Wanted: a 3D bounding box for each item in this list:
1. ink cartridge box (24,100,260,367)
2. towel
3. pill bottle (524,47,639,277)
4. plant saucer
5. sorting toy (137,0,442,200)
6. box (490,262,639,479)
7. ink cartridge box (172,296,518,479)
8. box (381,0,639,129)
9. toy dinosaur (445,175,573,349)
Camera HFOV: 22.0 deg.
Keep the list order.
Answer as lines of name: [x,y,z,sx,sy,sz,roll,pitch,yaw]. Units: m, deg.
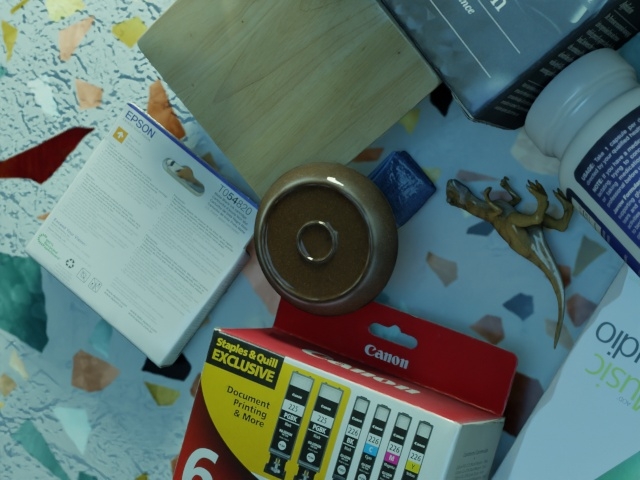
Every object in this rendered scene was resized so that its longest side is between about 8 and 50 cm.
ink cartridge box: [-0.195,-0.008,1.892,0.223,0.045,0.224,40,102,13]
towel: [0.067,-0.039,1.813,0.119,0.029,0.067,-45,79,14]
pill bottle: [0.332,-0.058,1.629,0.153,0.153,0.265,-46,67,14]
plant saucer: [0.000,0.000,1.755,0.168,0.029,0.168,3,97,23]
sorting toy: [-0.023,-0.202,1.781,0.257,0.089,0.255,-40,88,30]
box: [0.350,0.190,1.709,0.232,0.058,0.322,32,102,15]
ink cartridge box: [0.023,0.202,1.757,0.309,0.130,0.272,18,96,27]
box: [0.238,-0.347,1.654,0.395,0.212,0.293,-40,79,14]
toy dinosaur: [0.225,-0.002,1.755,0.211,0.064,0.112,48,123,21]
